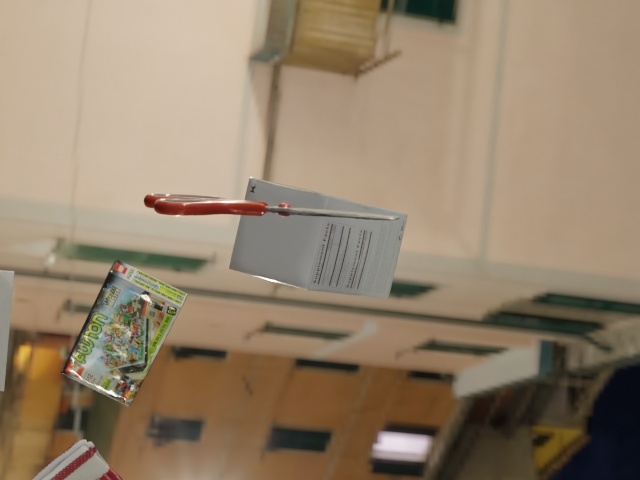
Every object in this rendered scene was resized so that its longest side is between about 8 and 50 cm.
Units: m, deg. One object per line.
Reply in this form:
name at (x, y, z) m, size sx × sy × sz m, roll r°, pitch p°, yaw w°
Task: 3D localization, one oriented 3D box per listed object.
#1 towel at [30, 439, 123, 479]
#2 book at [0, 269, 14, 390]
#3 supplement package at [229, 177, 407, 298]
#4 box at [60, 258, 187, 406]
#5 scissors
towel at (-0.242, 0.369, 1.345) m, size 0.037 × 0.237 × 0.329 m, roll 28°, pitch -29°, yaw 49°
book at (-0.421, 0.105, 1.665) m, size 0.035 × 0.096 × 0.144 m, roll 180°, pitch -86°, yaw -74°
supplement package at (0.000, 0.000, 1.993) m, size 0.139 × 0.244 × 0.134 m, roll 14°, pitch -88°, yaw 31°
box at (-0.280, 0.133, 1.975) m, size 0.207 × 0.114 × 0.036 m, roll -60°, pitch -174°, yaw 32°
scissors at (-0.060, -0.040, 1.651) m, size 0.109 × 0.297 × 0.021 m, roll -139°, pitch -130°, yaw -81°
